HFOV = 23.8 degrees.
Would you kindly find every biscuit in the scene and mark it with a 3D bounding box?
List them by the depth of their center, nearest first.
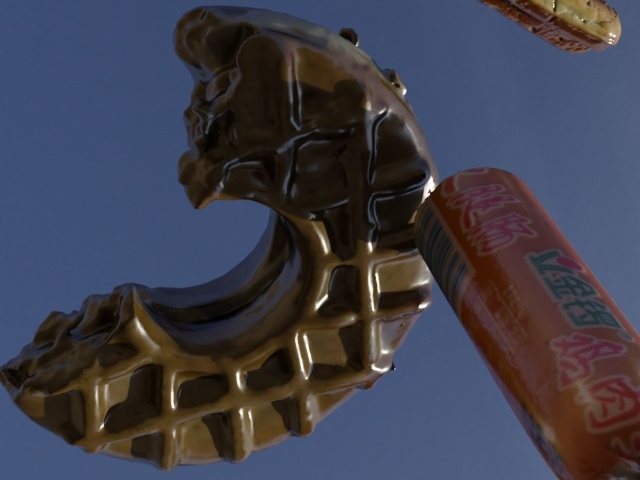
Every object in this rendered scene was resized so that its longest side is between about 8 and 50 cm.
[{"bbox_3d":[-0.051,0.016,1.109,0.268,0.115,0.366,24,-69,-31],"label":"biscuit"}]

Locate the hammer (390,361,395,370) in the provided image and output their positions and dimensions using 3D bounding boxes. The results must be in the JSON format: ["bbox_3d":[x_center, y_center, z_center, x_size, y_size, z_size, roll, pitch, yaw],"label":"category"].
[{"bbox_3d":[0.001,0.000,1.423,0.044,0.427,0.152,-18,-120,6],"label":"hammer"}]

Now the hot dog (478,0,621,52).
[{"bbox_3d":[0.180,-0.206,1.282,0.071,0.165,0.045,9,-105,61],"label":"hot dog"}]

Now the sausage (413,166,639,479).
[{"bbox_3d":[0.145,0.064,0.938,0.093,0.312,0.093,-7,-59,-12],"label":"sausage"}]
